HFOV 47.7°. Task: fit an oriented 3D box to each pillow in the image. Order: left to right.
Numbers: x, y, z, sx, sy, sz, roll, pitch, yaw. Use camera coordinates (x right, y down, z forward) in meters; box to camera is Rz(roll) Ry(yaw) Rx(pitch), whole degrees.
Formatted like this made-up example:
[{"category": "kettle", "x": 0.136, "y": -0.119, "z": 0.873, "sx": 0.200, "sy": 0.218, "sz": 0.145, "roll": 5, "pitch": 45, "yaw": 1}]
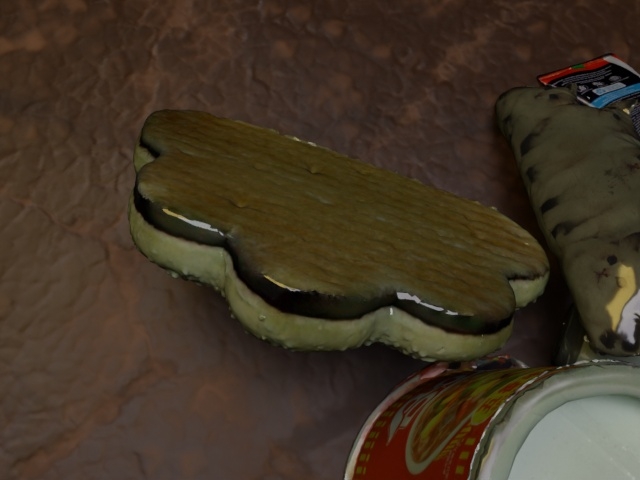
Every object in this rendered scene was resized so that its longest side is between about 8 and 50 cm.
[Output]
[{"category": "pillow", "x": 0.187, "y": -0.035, "z": 0.484, "sx": 0.093, "sy": 0.051, "sz": 0.241, "roll": -28, "pitch": 46, "yaw": 23}]

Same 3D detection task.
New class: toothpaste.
[{"category": "toothpaste", "x": 0.242, "y": -0.081, "z": 0.525, "sx": 0.071, "sy": 0.045, "sz": 0.193, "roll": -20, "pitch": 47, "yaw": -11}]

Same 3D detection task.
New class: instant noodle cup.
[{"category": "instant noodle cup", "x": 0.115, "y": 0.139, "z": 0.383, "sx": 0.193, "sy": 0.212, "sz": 0.193, "roll": 1, "pitch": 72, "yaw": -4}]

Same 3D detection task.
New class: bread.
[{"category": "bread", "x": 0.000, "y": 0.000, "z": 0.444, "sx": 0.287, "sy": 0.056, "sz": 0.207, "roll": 20, "pitch": 29, "yaw": 7}]

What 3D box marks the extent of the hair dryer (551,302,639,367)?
[{"category": "hair dryer", "x": 0.316, "y": 0.047, "z": 0.484, "sx": 0.229, "sy": 0.092, "sz": 0.267, "roll": 36, "pitch": 70, "yaw": 21}]
